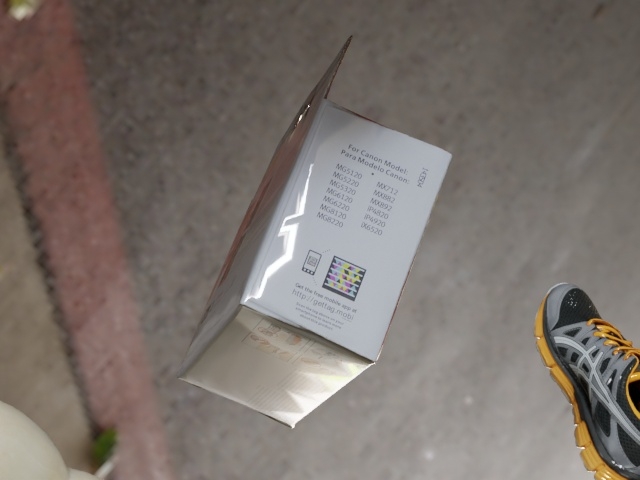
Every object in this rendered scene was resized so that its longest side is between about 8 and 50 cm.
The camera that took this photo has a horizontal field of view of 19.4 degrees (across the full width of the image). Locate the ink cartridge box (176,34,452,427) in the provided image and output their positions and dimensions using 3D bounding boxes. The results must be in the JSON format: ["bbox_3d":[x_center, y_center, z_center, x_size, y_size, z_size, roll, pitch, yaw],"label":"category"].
[{"bbox_3d":[0.000,0.000,1.708,0.309,0.130,0.272,132,-20,-69],"label":"ink cartridge box"}]

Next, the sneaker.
[{"bbox_3d":[0.254,0.117,1.623,0.084,0.215,0.083,17,130,-37],"label":"sneaker"}]

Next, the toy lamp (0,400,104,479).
[{"bbox_3d":[-0.118,0.004,0.369,0.080,0.274,0.080,-44,-161,19],"label":"toy lamp"}]
